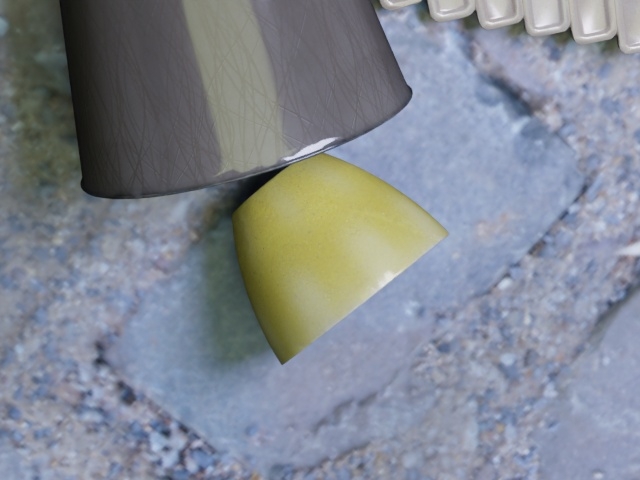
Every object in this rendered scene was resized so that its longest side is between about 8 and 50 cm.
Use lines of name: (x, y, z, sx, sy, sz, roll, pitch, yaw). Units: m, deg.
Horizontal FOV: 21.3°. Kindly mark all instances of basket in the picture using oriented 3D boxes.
basket: (-0.069, -0.163, 0.972, 0.204, 0.154, 0.226, -17, 111, -8)

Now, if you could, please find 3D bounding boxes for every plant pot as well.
plant pot: (0.000, 0.000, 1.072, 0.134, 0.134, 0.095, -38, 88, 2)

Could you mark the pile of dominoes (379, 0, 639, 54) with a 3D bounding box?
pile of dominoes: (0.115, -0.230, 1.063, 0.251, 0.040, 0.196, 8, 109, -9)
